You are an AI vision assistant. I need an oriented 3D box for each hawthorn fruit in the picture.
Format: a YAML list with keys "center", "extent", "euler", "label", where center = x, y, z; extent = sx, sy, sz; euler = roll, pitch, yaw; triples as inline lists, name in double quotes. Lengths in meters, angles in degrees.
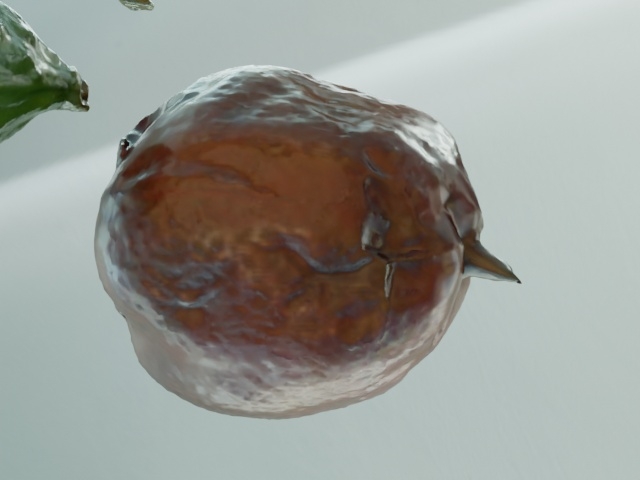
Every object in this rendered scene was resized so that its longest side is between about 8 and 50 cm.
- center: [-0.014, -0.003, 0.775]
  extent: [0.179, 0.173, 0.173]
  euler: [-32, -112, 24]
  label: "hawthorn fruit"

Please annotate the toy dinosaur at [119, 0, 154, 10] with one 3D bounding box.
- center: [-0.225, -0.230, 1.345]
  extent: [0.162, 0.126, 0.039]
  euler: [8, -113, 36]
  label: "toy dinosaur"

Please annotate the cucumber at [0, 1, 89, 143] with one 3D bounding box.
- center: [-0.217, -0.071, 0.697]
  extent: [0.244, 0.134, 0.134]
  euler: [0, -112, -23]
  label: "cucumber"
